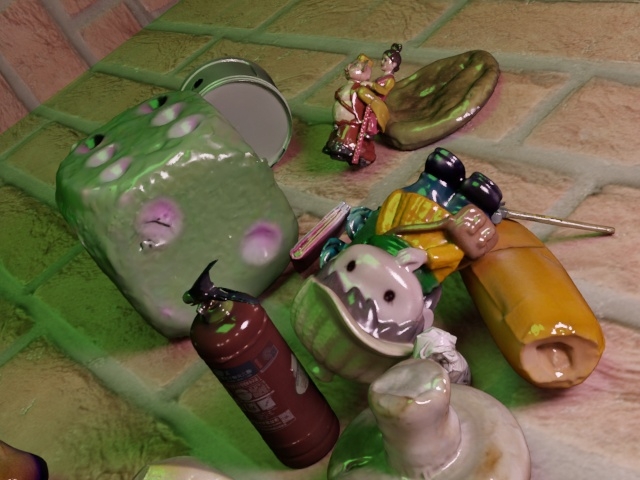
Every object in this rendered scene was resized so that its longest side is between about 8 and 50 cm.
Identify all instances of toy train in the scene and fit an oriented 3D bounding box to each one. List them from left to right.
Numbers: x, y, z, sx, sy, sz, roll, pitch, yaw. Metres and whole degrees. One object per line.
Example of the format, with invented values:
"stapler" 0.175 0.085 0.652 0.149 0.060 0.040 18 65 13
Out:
"toy train" 0.088 0.036 1.424 0.107 0.154 0.198 1 42 45

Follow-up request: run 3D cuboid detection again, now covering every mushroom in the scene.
"mushroom" 0.109 0.235 1.058 0.244 0.243 0.243 -21 33 15

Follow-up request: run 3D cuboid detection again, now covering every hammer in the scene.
"hammer" 0.330 -0.029 1.361 0.182 0.017 0.062 9 22 0

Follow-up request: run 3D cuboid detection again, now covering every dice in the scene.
"dice" -0.254 -0.051 1.661 0.318 0.330 0.322 -38 34 -10

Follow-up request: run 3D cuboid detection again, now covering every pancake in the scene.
"pancake" 0.221 -0.280 1.857 0.295 0.049 0.294 -23 32 15

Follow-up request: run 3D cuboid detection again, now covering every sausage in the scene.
"sausage" 0.266 0.064 1.272 0.134 0.116 0.354 -9 27 -2

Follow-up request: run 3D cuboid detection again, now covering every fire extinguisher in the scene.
"fire extinguisher" -0.077 0.151 1.215 0.138 0.344 0.102 2 45 41

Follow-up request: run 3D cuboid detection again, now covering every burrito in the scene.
"burrito" 0.153 0.157 1.190 0.064 0.203 0.064 -5 68 13

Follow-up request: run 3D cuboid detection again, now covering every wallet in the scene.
"wallet" 0.000 0.000 1.531 0.119 0.025 0.232 -45 -6 -5

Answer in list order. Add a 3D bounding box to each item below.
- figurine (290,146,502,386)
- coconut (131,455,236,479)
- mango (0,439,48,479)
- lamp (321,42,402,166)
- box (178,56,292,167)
"figurine" 0.105 0.048 1.272 0.185 0.204 0.332 35 63 21
"coconut" -0.167 0.360 1.128 0.205 0.235 0.235 -6 37 14
"mango" -0.529 0.413 1.398 0.201 0.152 0.287 -16 31 48
"lamp" 0.082 -0.266 1.796 0.118 0.118 0.253 15 90 49
"box" -0.181 -0.253 1.980 0.226 0.226 0.149 -30 32 0
